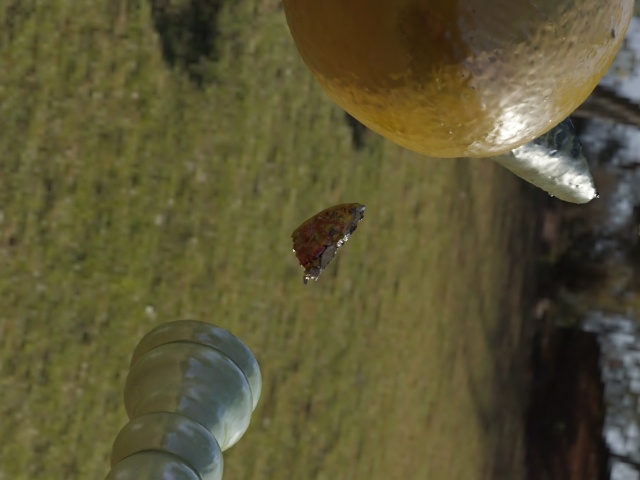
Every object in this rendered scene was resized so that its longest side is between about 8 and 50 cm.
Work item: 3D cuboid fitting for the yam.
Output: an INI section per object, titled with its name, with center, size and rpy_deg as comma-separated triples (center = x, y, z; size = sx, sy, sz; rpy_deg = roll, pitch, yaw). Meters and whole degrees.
[yam]
center = 0.197, -0.121, 1.598
size = 0.259, 0.106, 0.106
rpy_deg = 22, 75, -40

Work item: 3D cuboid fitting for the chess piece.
[chess piece]
center = -0.145, 0.209, 1.535
size = 0.251, 0.144, 0.144
rpy_deg = -77, 166, -56

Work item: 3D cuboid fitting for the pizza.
[pizza]
center = 0.006, -0.013, 1.683
size = 0.029, 0.099, 0.100
rpy_deg = 40, 17, -29

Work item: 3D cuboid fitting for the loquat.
[loquat]
center = 0.110, -0.190, 1.184
size = 0.275, 0.275, 0.274
rpy_deg = 8, 90, -72

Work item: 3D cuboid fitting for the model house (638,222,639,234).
[model house]
center = 0.479, -0.066, 1.711
size = 0.198, 0.224, 0.215
rpy_deg = -66, 166, 22
